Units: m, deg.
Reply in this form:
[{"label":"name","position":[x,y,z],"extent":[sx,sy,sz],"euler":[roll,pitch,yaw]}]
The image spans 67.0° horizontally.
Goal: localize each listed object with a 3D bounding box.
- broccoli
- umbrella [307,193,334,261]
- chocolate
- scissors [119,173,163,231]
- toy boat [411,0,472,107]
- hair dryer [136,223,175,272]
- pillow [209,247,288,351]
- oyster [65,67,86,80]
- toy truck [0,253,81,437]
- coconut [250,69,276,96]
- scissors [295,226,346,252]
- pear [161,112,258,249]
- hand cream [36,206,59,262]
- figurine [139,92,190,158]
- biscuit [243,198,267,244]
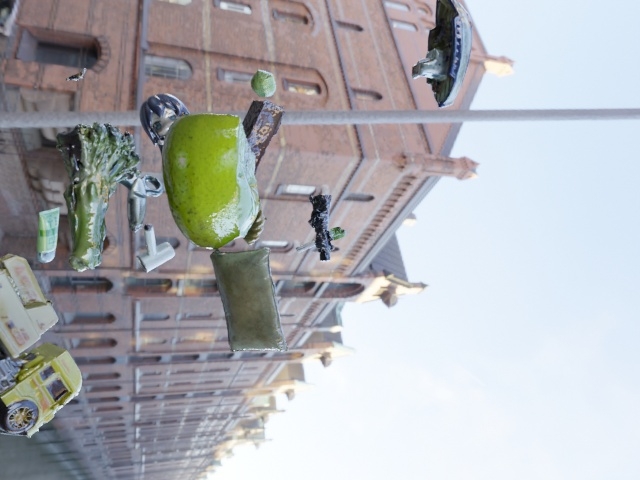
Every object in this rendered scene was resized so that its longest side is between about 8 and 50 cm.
[{"label":"broccoli","position":[-0.444,-0.082,0.952],"extent":[0.165,0.146,0.304],"euler":[97,-8,-65]},{"label":"umbrella","position":[0.000,-0.041,1.583],"extent":[0.080,0.071,0.224],"euler":[-6,-92,40]},{"label":"chocolate","position":[-0.262,-0.390,1.855],"extent":[0.112,0.112,0.321],"euler":[32,-82,45]},{"label":"scissors","position":[-0.472,-0.110,1.247],"extent":[0.041,0.138,0.289],"euler":[-50,-146,20]},{"label":"toy boat","position":[0.278,-0.445,1.127],"extent":[0.114,0.115,0.262],"euler":[-164,-97,-68]},{"label":"hair dryer","position":[-0.625,0.009,1.805],"extent":[0.073,0.131,0.236],"euler":[42,-33,23]},{"label":"pillow","position":[-0.195,0.162,1.312],"extent":[0.075,0.185,0.302],"euler":[-35,118,-65]},{"label":"oyster","position":[-0.664,-0.449,1.323],"extent":[0.083,0.054,0.019],"euler":[1,-53,49]},{"label":"toy truck","position":[-0.725,0.238,1.116],"extent":[0.181,0.254,0.405],"euler":[3,-59,43]},{"label":"coconut","position":[-0.197,-0.540,1.659],"extent":[0.096,0.088,0.088],"euler":[66,-5,-30]},{"label":"scissors","position":[0.000,0.000,1.883],"extent":[0.101,0.204,0.027],"euler":[32,-37,67]},{"label":"pear","position":[-0.285,-0.133,1.253],"extent":[0.342,0.239,0.318],"euler":[97,-6,-82]},{"label":"hand cream","position":[-0.877,-0.015,1.555],"extent":[0.095,0.046,0.175],"euler":[-58,164,-74]},{"label":"figurine","position":[-0.505,-0.372,1.661],"extent":[0.197,0.175,0.265],"euler":[0,-67,58]},{"label":"biscuit","position":[-0.318,-0.128,1.840],"extent":[0.187,0.273,0.036],"euler":[-53,175,20]}]
